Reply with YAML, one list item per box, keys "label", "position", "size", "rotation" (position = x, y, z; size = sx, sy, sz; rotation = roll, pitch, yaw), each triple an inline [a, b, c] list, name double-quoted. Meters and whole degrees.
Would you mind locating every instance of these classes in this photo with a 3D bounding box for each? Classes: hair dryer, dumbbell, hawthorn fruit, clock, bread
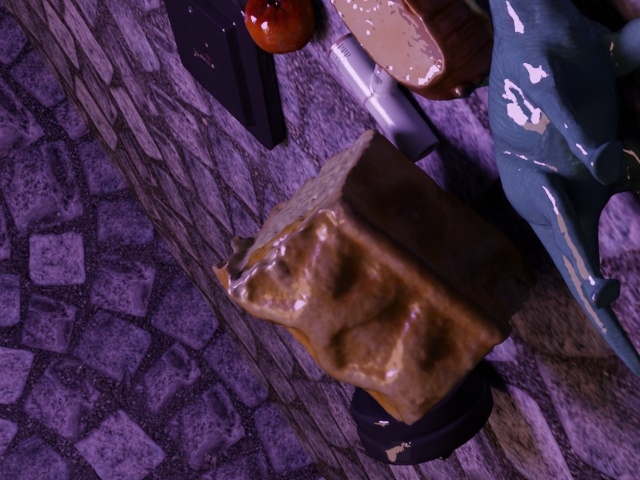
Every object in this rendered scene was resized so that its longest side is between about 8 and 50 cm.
- label: "hair dryer"
  position: [0.081, -0.175, 0.961]
  size: [0.155, 0.044, 0.183]
  rotation: [53, 159, 8]
- label: "dumbbell"
  position: [0.087, 0.121, 1.210]
  size: [0.185, 0.185, 0.388]
  rotation: [21, 140, 63]
- label: "hawthorn fruit"
  position: [-0.043, -0.248, 1.106]
  size: [0.081, 0.081, 0.093]
  rotation: [49, 170, 27]
- label: "clock"
  position: [-0.156, -0.289, 1.391]
  size: [0.279, 0.049, 0.273]
  rotation: [45, 159, 34]
- label: "bread"
  position: [0.063, 0.033, 0.978]
  size: [0.252, 0.238, 0.196]
  rotation: [47, -167, -9]

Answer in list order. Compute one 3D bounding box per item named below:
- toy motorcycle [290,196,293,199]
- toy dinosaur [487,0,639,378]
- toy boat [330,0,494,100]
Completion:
- label: "toy motorcycle"
  position: [0.000, 0.000, 1.444]
  size: [0.193, 0.061, 0.124]
  rotation: [60, 172, 21]
- label: "toy dinosaur"
  position: [0.159, -0.112, 0.769]
  size: [0.331, 0.129, 0.383]
  rotation: [48, 156, 47]
- label: "toy boat"
  position: [0.046, -0.244, 0.841]
  size: [0.293, 0.099, 0.108]
  rotation: [56, 136, 5]
